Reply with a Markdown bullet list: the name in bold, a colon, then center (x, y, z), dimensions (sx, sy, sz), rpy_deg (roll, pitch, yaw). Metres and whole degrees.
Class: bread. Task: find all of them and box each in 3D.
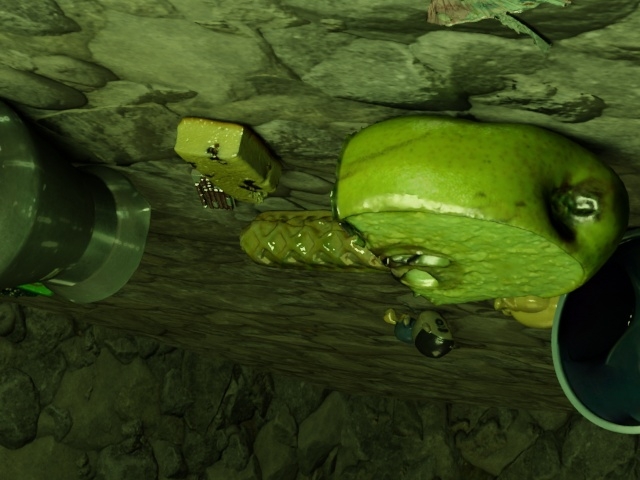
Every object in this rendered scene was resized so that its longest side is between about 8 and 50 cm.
- **bread**: center (-0.001, 0.000, 1.742), dimensions (0.270, 0.098, 0.087), rpy_deg (1, 123, 36)
- **bread**: center (-0.100, -0.092, 1.485), dimensions (0.088, 0.049, 0.226), rpy_deg (6, 168, 17)

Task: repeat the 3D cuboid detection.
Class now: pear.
- **pear**: center (0.172, -0.047, 1.234), dimensions (0.256, 0.164, 0.238), rpy_deg (-4, 152, 33)

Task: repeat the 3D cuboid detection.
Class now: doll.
- **doll**: center (0.203, 0.175, 2.413), dimensions (0.102, 0.088, 0.179), rpy_deg (23, -174, -45)
- **doll**: center (0.407, 0.096, 1.855), dimensions (0.291, 0.086, 0.117), rpy_deg (-1, 160, 34)

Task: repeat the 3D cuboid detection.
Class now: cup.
- **cup**: center (0.519, 0.115, 1.592), dimensions (0.311, 0.331, 0.257), rpy_deg (18, -161, -40)

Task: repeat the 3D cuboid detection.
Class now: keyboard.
- **keyboard**: center (-0.151, -0.069, 1.706), dimensions (0.055, 0.017, 0.166), rpy_deg (10, 168, 2)

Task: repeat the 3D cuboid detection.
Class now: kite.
- **kite**: center (0.140, -0.183, 0.971), dimensions (0.139, 0.011, 0.157), rpy_deg (2, 164, 46)

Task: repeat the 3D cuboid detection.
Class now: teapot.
- **teapot**: center (-0.411, -0.026, 1.553), dimensions (0.300, 0.253, 0.344), rpy_deg (-22, 161, 19)

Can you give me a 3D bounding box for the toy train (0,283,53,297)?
- **toy train**: center (-0.467, -0.016, 1.806), dimensions (0.132, 0.188, 0.243), rpy_deg (2, 165, 43)
